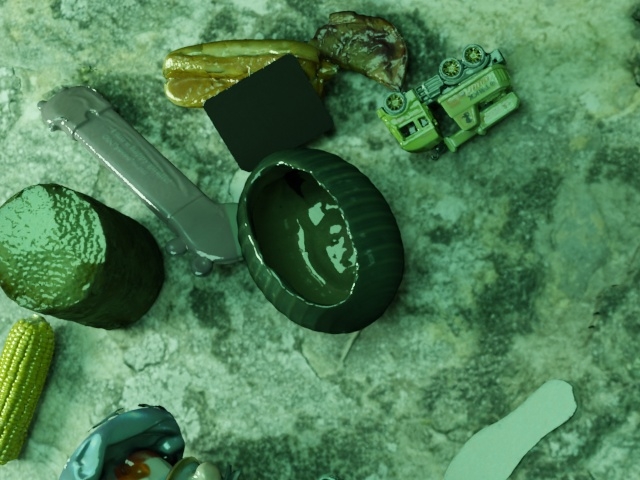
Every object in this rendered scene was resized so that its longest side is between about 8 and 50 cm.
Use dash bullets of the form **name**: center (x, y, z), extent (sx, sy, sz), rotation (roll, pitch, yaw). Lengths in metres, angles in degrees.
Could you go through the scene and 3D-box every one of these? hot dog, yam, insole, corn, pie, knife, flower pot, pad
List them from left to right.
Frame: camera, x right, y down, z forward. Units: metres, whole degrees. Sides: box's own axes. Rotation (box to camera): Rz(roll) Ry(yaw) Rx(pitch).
- **corn**: center (-0.405, 0.198, 2.009), extent (0.067, 0.067, 0.206), rotation (13, 86, 25)
- **yam**: center (-0.303, 0.027, 1.910), extent (0.161, 0.268, 0.161), rotation (-2, 80, 12)
- **knife**: center (-0.232, -0.090, 2.009), extent (0.132, 0.038, 0.398), rotation (-35, 61, -26)
- **hot dog**: center (-0.089, -0.215, 1.972), extent (0.249, 0.076, 0.102), rotation (2, 112, 22)
- **pad**: center (-0.069, -0.163, 1.940), extent (0.157, 0.003, 0.112), rotation (-25, 101, 30)
- **flower pot**: center (0.000, 0.000, 1.838), extent (0.189, 0.157, 0.243), rotation (-33, 67, 11)
- **pie**: center (0.052, -0.251, 1.941), extent (0.170, 0.034, 0.092), rotation (21, 81, 32)
- **insole**: center (0.222, 0.236, 1.774), extent (0.197, 0.004, 0.065), rotation (-43, 66, 8)

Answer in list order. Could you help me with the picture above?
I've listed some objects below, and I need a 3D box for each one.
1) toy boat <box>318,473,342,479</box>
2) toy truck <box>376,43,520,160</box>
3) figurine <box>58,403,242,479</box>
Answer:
- **toy boat**: center (0.028, 0.313, 1.819), extent (0.083, 0.038, 0.038), rotation (28, 89, 26)
- **toy truck**: center (0.163, -0.166, 1.857), extent (0.169, 0.077, 0.100), rotation (-30, 82, 10)
- **figurine**: center (-0.116, 0.392, 1.771), extent (0.388, 0.248, 0.276), rotation (36, 96, 35)
